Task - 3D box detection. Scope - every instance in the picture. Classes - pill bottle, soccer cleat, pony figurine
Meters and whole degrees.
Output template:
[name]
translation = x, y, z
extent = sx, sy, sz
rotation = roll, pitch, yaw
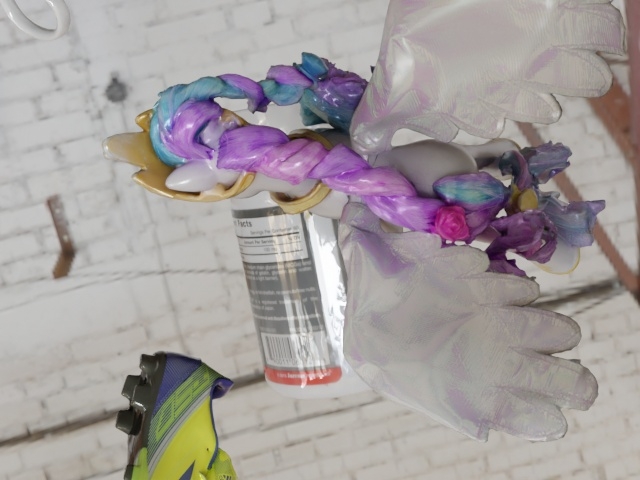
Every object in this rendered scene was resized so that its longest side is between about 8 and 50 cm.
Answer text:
[pill bottle]
translation = 0.000, 0.000, 1.221
extent = 0.210, 0.363, 0.210
rotation = -10, -172, 1
[soccer cleat]
translation = -0.128, 0.229, 0.859
extent = 0.121, 0.093, 0.289
rotation = 19, -133, -21
[pony figurine]
translation = 0.069, -0.037, 0.707
extent = 0.351, 0.303, 0.363
rotation = 8, -179, 34

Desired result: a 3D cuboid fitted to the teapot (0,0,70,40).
[teapot]
translation = -0.341, -0.383, 1.165
extent = 0.252, 0.187, 0.256
rotation = -47, -178, 5
